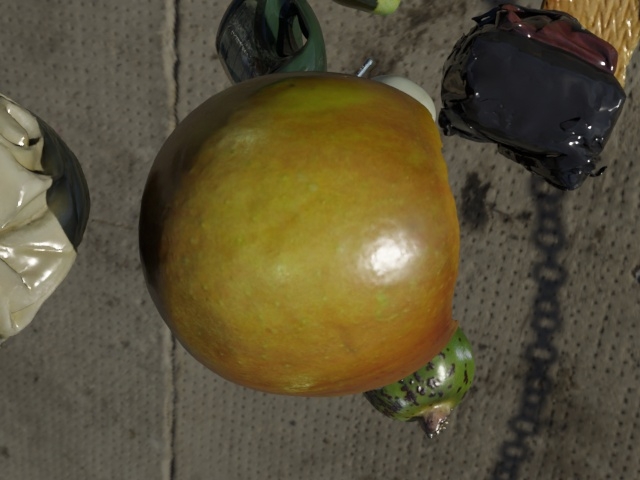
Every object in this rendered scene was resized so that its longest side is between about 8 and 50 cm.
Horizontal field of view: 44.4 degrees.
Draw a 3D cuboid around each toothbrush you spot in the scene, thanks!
[{"bbox_3d":[0.060,-0.373,1.997,0.019,0.016,0.219,42,99,20],"label":"toothbrush"}]

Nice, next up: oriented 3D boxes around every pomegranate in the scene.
[{"bbox_3d":[0.192,0.261,1.571,0.254,0.254,0.270,-37,61,30],"label":"pomegranate"}]

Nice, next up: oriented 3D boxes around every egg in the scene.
[{"bbox_3d":[0.198,-0.340,2.009,0.209,0.151,0.151,39,121,17],"label":"egg"}]

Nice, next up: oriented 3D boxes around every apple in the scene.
[{"bbox_3d":[0.000,0.000,0.527,0.208,0.237,0.236,-5,110,22],"label":"apple"}]

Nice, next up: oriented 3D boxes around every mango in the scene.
[{"bbox_3d":[0.063,-0.472,1.387,0.195,0.092,0.130,36,91,-25],"label":"mango"}]

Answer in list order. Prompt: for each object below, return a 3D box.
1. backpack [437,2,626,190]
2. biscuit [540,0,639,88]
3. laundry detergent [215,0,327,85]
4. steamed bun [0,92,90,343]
[{"bbox_3d":[0.147,-0.116,0.565,0.120,0.165,0.105,20,116,-4],"label":"backpack"},{"bbox_3d":[0.356,-0.291,1.014,0.145,0.033,0.224,7,123,7],"label":"biscuit"},{"bbox_3d":[-0.046,-0.209,0.928,0.144,0.078,0.221,-53,47,28],"label":"laundry detergent"},{"bbox_3d":[-0.267,-0.037,0.590,0.144,0.218,0.211,-43,48,26],"label":"steamed bun"}]
